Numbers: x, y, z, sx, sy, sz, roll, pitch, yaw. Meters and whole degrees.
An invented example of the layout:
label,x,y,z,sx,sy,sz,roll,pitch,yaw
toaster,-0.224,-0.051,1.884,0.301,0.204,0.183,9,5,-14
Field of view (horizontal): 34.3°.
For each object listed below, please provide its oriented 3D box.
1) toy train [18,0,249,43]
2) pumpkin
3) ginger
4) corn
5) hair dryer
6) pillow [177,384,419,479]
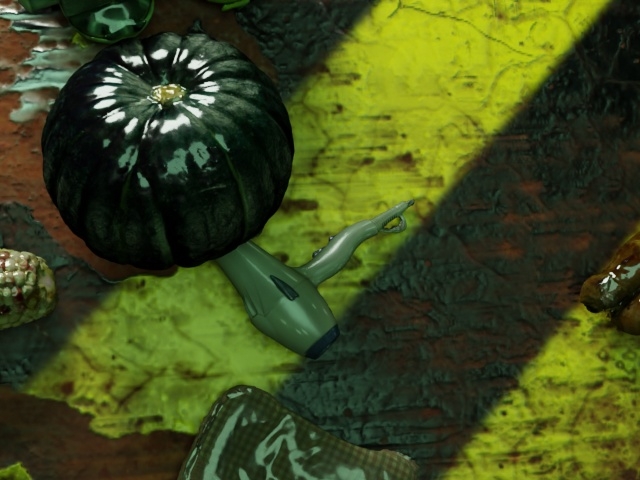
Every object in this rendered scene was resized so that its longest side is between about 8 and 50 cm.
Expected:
label,x,y,z,sx,sy,sz,roll,pitch,yaw
toy train,-0.164,-0.305,0.946,0.272,0.159,0.188,-24,78,-13
pumpkin,-0.131,-0.079,0.904,0.221,0.161,0.220,4,53,-5
ginger,0.341,0.037,1.037,0.162,0.073,0.103,-40,78,-7
corn,-0.357,0.051,0.894,0.254,0.086,0.086,-6,84,-13
hair dryer,-0.021,-0.005,0.987,0.167,0.067,0.199,33,67,1
pillow,-0.022,0.227,0.961,0.211,0.034,0.135,25,80,-5
